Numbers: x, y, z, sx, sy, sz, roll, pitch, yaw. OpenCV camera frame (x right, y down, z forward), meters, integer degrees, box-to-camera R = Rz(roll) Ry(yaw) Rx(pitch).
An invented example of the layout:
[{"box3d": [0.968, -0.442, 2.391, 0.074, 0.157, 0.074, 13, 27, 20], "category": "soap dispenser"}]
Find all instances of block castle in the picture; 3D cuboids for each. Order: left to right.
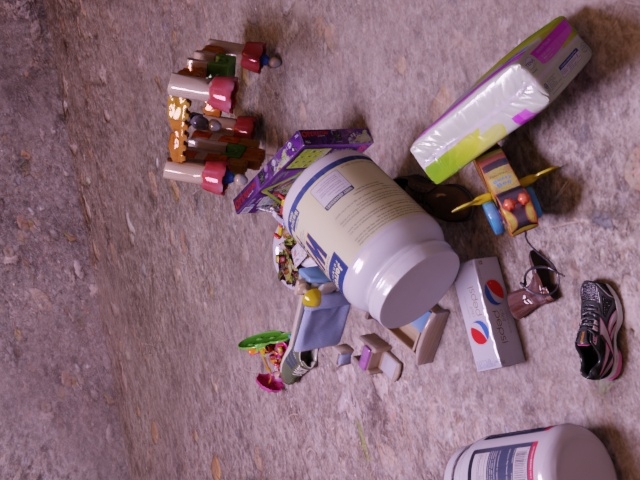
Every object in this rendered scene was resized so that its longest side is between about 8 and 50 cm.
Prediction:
[{"box3d": [-0.238, -0.324, 2.034, 0.453, 0.212, 0.303, -76, -4, -64], "category": "block castle"}]

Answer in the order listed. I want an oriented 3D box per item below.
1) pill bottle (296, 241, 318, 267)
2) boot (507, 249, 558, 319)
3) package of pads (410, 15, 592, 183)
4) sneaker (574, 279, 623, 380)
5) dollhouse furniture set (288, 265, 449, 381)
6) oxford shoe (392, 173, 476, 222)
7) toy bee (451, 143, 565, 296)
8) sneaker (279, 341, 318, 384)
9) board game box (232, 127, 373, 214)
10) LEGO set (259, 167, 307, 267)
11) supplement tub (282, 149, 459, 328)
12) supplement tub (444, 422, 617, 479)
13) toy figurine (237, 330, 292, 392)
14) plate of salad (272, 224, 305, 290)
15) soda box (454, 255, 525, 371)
[{"box3d": [0.000, 0.000, 1.966, 0.119, 0.119, 0.209, -17, 81, 54], "category": "pill bottle"}, {"box3d": [0.389, 0.086, 1.514, 0.114, 0.037, 0.107, -42, 58, 53], "category": "boot"}, {"box3d": [0.317, -0.249, 1.408, 0.101, 0.229, 0.296, 49, 139, -4], "category": "package of pads"}, {"box3d": [0.473, 0.157, 1.368, 0.072, 0.077, 0.178, -14, 82, 53], "category": "sneaker"}, {"box3d": [0.076, 0.217, 1.732, 0.198, 0.303, 0.287, 41, 126, 45], "category": "dollhouse furniture set"}, {"box3d": [0.226, -0.084, 1.664, 0.227, 0.096, 0.083, 20, 108, 50], "category": "oxford shoe"}, {"box3d": [0.355, -0.074, 1.431, 0.195, 0.162, 0.298, -41, 60, -3], "category": "toy bee"}, {"box3d": [-0.053, 0.324, 2.125, 0.086, 0.064, 0.192, 47, 127, 47], "category": "sneaker"}, {"box3d": [-0.049, -0.165, 1.939, 0.347, 0.208, 0.056, -39, 61, 48], "category": "board game box"}, {"box3d": [-0.076, -0.037, 1.915, 0.244, 0.060, 0.183, -48, 50, 55], "category": "LEGO set"}, {"box3d": [0.100, -0.005, 1.604, 0.325, 0.235, 0.235, 48, 131, 33], "category": "supplement tub"}, {"box3d": [0.376, 0.442, 1.442, 0.272, 0.191, 0.191, -29, 71, 52], "category": "supplement tub"}, {"box3d": [-0.131, 0.348, 2.228, 0.173, 0.130, 0.159, -10, 100, 30], "category": "toy figurine"}, {"box3d": [-0.083, 0.036, 2.146, 0.199, 0.048, 0.200, 10, 102, 53], "category": "plate of salad"}, {"box3d": [0.329, 0.144, 1.567, 0.069, 0.073, 0.216, -26, 74, 53], "category": "soda box"}]
